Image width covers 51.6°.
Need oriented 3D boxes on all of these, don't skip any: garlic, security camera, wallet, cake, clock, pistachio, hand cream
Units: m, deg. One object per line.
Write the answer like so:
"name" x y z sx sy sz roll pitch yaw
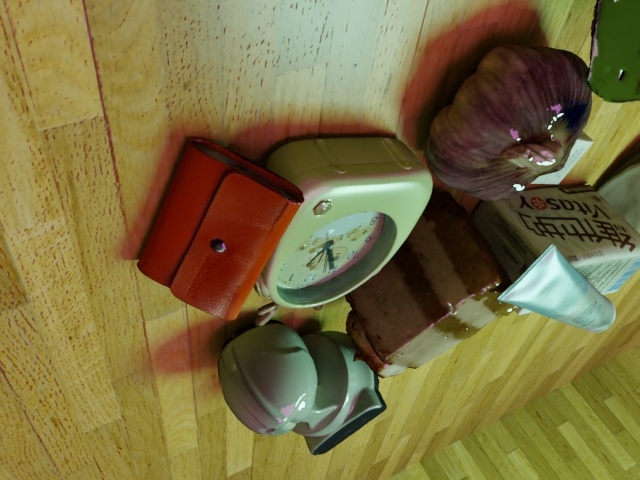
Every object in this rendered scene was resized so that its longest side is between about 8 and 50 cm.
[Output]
"garlic" 0.266 -0.147 0.893 0.244 0.161 0.245 -24 147 -17
"security camera" -0.049 0.234 1.099 0.197 0.191 0.277 -41 145 22
"wallet" -0.124 -0.007 0.777 0.142 0.045 0.204 28 123 -6
"cake" 0.154 0.086 1.084 0.293 0.199 0.196 -37 154 14
"clock" 0.000 0.000 0.912 0.234 0.096 0.308 -8 140 -37
"pistachio" 0.656 -0.072 1.364 0.166 0.197 0.288 -64 171 -57
"hand cream" 0.388 0.086 1.044 0.312 0.070 0.111 20 118 -48

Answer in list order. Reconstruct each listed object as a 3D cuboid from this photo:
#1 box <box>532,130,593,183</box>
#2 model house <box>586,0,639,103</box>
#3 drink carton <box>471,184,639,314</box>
"box" 0.375 -0.144 1.106 0.152 0.048 0.100 0 133 -39
"model house" 0.431 -0.320 0.767 0.154 0.206 0.294 -64 155 -49
"drink carton" 0.437 0.006 1.220 0.324 0.194 0.132 -7 138 -36
